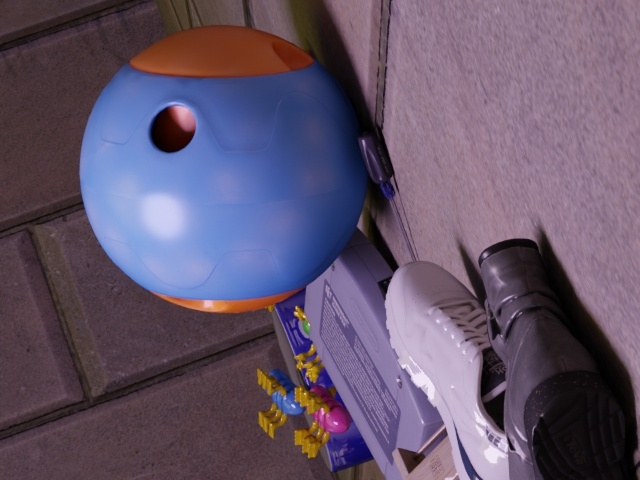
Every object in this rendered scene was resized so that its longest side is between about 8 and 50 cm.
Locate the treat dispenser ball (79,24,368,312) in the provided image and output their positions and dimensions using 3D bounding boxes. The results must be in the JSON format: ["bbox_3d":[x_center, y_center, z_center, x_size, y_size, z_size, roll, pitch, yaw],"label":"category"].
[{"bbox_3d":[-0.096,-0.071,1.742,0.288,0.288,0.288,160,90,-84],"label":"treat dispenser ball"}]

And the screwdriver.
[{"bbox_3d":[0.073,-0.031,1.677,0.170,0.024,0.025,66,-154,-25],"label":"screwdriver"}]

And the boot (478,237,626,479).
[{"bbox_3d":[0.158,0.124,1.202,0.161,0.083,0.246,-106,7,-46],"label":"boot"}]

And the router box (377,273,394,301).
[{"bbox_3d":[0.101,0.093,1.674,0.122,0.038,0.092,-122,9,-64],"label":"router box"}]

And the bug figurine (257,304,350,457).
[{"bbox_3d":[-0.023,0.138,2.176,0.216,0.072,0.279,45,141,51],"label":"bug figurine"}]

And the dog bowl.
[{"bbox_3d":[0.018,0.180,2.393,0.265,0.104,0.265,160,90,-84],"label":"dog bowl"}]

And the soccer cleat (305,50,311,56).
[{"bbox_3d":[-0.039,-0.156,1.978,0.196,0.068,0.076,115,156,-77],"label":"soccer cleat"}]

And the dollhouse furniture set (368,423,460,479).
[{"bbox_3d":[0.129,0.267,1.644,0.129,0.184,0.129,18,-145,-38],"label":"dollhouse furniture set"}]

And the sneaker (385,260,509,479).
[{"bbox_3d":[0.124,0.094,1.381,0.095,0.090,0.235,97,151,-49],"label":"sneaker"}]

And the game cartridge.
[{"bbox_3d":[0.062,0.126,1.871,0.196,0.060,0.294,90,157,-48],"label":"game cartridge"}]
